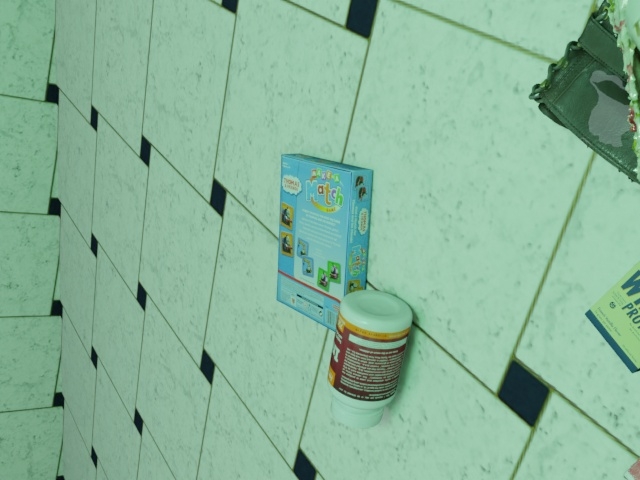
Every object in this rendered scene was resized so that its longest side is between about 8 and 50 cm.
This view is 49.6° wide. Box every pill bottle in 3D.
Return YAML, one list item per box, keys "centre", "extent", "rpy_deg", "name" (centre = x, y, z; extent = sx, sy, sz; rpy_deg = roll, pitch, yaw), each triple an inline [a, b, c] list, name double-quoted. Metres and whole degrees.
- centre: [0.054, 0.142, 0.821]
  extent: [0.086, 0.086, 0.151]
  rpy_deg: [35, 123, 47]
  name: "pill bottle"

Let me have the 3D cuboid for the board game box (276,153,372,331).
- centre: [0.000, 0.000, 0.914]
  extent: [0.160, 0.039, 0.211]
  rpy_deg: [22, 114, 52]
  name: "board game box"

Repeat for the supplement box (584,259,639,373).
- centre: [0.260, 0.045, 0.507]
  extent: [0.056, 0.083, 0.083]
  rpy_deg: [59, 139, 31]
  name: "supplement box"

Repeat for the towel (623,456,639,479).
- centre: [0.319, 0.159, 0.479]
  extent: [0.144, 0.029, 0.197]
  rpy_deg: [51, 132, 38]
  name: "towel"

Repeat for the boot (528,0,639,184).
- centre: [0.227, -0.185, 0.505]
  extent: [0.263, 0.091, 0.229]
  rpy_deg: [59, 139, 27]
  name: "boot"

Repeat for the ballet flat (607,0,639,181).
- centre: [0.230, -0.099, 0.425]
  extent: [0.091, 0.077, 0.240]
  rpy_deg: [-10, 110, 29]
  name: "ballet flat"
